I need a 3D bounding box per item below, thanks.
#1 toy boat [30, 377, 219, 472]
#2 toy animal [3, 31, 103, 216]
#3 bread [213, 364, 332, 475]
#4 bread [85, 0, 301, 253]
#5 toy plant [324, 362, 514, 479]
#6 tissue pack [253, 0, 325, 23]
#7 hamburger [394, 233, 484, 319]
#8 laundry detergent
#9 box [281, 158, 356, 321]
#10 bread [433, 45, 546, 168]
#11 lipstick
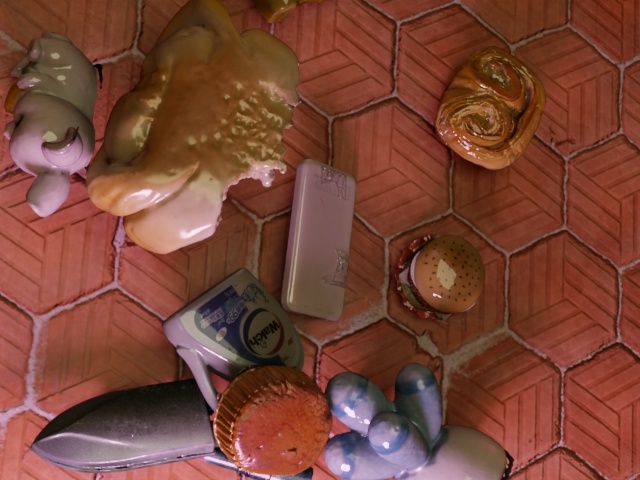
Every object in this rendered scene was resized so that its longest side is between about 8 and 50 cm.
[{"bbox_3d":[-0.325,0.321,1.737,0.319,0.092,0.141,-6,52,-22],"label":"toy boat"},{"bbox_3d":[-0.445,-0.202,1.722,0.154,0.208,0.325,8,38,-31],"label":"toy animal"},{"bbox_3d":[-0.075,0.306,1.728,0.199,0.104,0.199,-9,109,-28],"label":"bread"},{"bbox_3d":[-0.209,-0.190,1.717,0.245,0.329,0.424,43,66,-40],"label":"bread"},{"bbox_3d":[0.142,0.348,1.807,0.332,0.247,0.247,44,72,-10],"label":"toy plant"},{"bbox_3d":[-0.048,-0.500,1.939,0.178,0.123,0.127,-27,90,-18],"label":"tissue pack"},{"bbox_3d":[0.230,0.066,1.933,0.175,0.137,0.175,2,82,-13],"label":"hamburger"},{"bbox_3d":[-0.130,0.209,1.808,0.215,0.105,0.280,-35,95,-36],"label":"laundry detergent"},{"bbox_3d":[0.000,0.000,1.896,0.142,0.044,0.285,18,74,-42],"label":"box"},{"bbox_3d":[0.334,-0.254,2.021,0.198,0.120,0.236,33,75,-9],"label":"bread"},{"bbox_3d":[-0.130,0.395,1.819,0.234,0.053,0.053,19,77,-12],"label":"lipstick"}]
